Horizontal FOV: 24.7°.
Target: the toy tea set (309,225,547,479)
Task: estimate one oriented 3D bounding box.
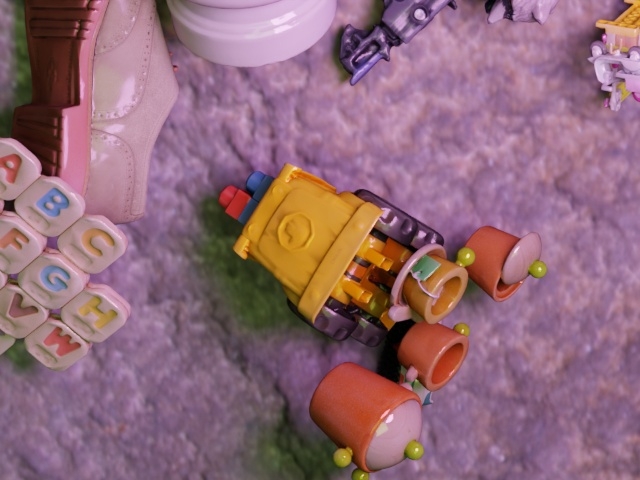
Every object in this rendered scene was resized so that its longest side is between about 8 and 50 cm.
[{"bbox_3d":[0.129,0.124,1.545,0.124,0.200,0.336,34,89,29],"label":"toy tea set"}]

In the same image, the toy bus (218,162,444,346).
[{"bbox_3d":[0.000,0.000,1.575,0.211,0.220,0.149,33,95,25],"label":"toy bus"}]

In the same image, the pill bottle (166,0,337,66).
[{"bbox_3d":[-0.082,-0.349,1.358,0.210,0.210,0.363,-16,140,-7],"label":"pill bottle"}]

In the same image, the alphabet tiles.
[{"bbox_3d":[-0.336,0.019,1.498,0.284,0.021,0.278,43,127,-16],"label":"alphabet tiles"}]

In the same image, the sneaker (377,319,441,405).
[{"bbox_3d":[0.119,0.117,1.679,0.075,0.057,0.161,10,99,-31],"label":"sneaker"}]

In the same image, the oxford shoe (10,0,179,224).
[{"bbox_3d":[-0.219,-0.207,1.517,0.146,0.140,0.397,6,100,-40],"label":"oxford shoe"}]

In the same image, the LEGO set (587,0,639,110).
[{"bbox_3d":[0.403,-0.211,1.631,0.287,0.132,0.107,-21,125,-29],"label":"LEGO set"}]

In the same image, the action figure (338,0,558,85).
[{"bbox_3d":[0.107,-0.323,1.515,0.330,0.178,0.341,37,93,-7],"label":"action figure"}]
